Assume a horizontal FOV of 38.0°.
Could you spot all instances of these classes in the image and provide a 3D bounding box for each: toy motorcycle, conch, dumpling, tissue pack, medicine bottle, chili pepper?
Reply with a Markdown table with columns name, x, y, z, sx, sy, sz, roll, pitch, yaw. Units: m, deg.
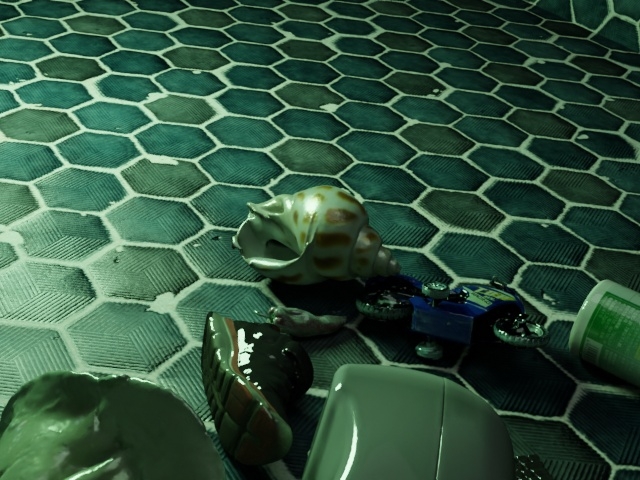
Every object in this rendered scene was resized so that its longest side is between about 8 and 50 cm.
| name | x | y | z | sx | sy | sz | roll | pitch | yaw |
| --- | --- | --- | --- | --- | --- | --- | --- | --- | --- |
| toy motorcycle | 0.207 | 0.108 | 1.450 | 0.315 | 0.113 | 0.169 | 11 | 18 | 22 |
| conch | 0.000 | 0.000 | 1.525 | 0.275 | 0.183 | 0.148 | 13 | -16 | 43 |
| dumpling | -0.227 | 0.286 | 0.961 | 0.320 | 0.212 | 0.270 | 26 | 69 | 4 |
| tissue pack | 0.086 | 0.301 | 0.947 | 0.236 | 0.229 | 0.333 | 16 | 38 | 2 |
| medicine bottle | 0.521 | 0.170 | 1.386 | 0.274 | 0.133 | 0.133 | 28 | 36 | 29 |
| chili pepper | -0.029 | 0.125 | 1.427 | 0.153 | 0.041 | 0.050 | 10 | 46 | -28 |

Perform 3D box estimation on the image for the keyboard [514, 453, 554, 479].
| name | x | y | z | sx | sy | sz | roll | pitch | yaw |
| --- | --- | --- | --- | --- | --- | --- | --- | --- | --- |
| keyboard | 0.150 | 0.315 | 1.156 | 0.317 | 0.027 | 0.106 | -1 | 31 | -16 |

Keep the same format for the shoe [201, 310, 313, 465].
| name | x | y | z | sx | sy | sz | roll | pitch | yaw |
| --- | --- | --- | --- | --- | --- | --- | --- | --- | --- |
| shoe | -0.075 | 0.194 | 1.237 | 0.137 | 0.114 | 0.291 | 2 | 26 | -20 |
